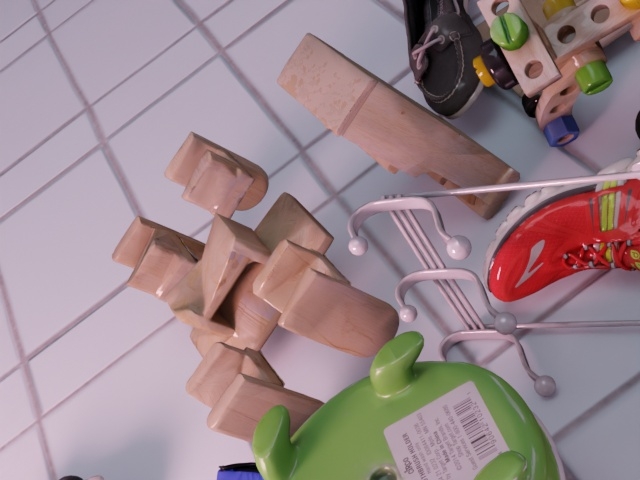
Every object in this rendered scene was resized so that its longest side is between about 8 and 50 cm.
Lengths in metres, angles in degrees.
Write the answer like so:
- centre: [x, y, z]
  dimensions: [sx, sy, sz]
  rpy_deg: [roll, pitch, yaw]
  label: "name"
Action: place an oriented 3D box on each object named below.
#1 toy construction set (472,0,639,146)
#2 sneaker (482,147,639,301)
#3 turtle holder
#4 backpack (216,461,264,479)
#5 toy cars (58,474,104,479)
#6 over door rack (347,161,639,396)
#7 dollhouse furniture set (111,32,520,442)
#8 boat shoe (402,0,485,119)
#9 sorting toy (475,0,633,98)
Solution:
- centre: [0.289, -0.261, 1.118]
  dimensions: [0.258, 0.237, 0.308]
  rpy_deg: [-5, 78, 39]
  label: "toy construction set"
- centre: [0.297, -0.008, 1.056]
  dimensions: [0.279, 0.107, 0.118]
  rpy_deg: [-30, 46, 10]
  label: "sneaker"
- centre: [0.068, 0.263, 0.869]
  dimensions: [0.243, 0.227, 0.320]
  rpy_deg: [23, 69, 45]
  label: "turtle holder"
- centre: [-0.031, 0.272, 1.037]
  dimensions: [0.120, 0.098, 0.101]
  rpy_deg: [-8, 78, 31]
  label: "backpack"
- centre: [-0.376, 0.423, 1.155]
  dimensions: [0.177, 0.087, 0.393]
  rpy_deg: [22, 64, 40]
  label: "toy cars"
- centre: [0.216, 0.035, 0.966]
  dimensions: [0.324, 0.239, 0.108]
  rpy_deg: [-14, 44, 26]
  label: "over door rack"
- centre: [0.000, 0.000, 1.227]
  dimensions: [0.394, 0.257, 0.362]
  rpy_deg: [-56, 39, 11]
  label: "dollhouse furniture set"
- centre: [0.151, -0.285, 1.396]
  dimensions: [0.112, 0.096, 0.335]
  rpy_deg: [-47, 26, 35]
  label: "boat shoe"
- centre: [0.307, -0.276, 1.353]
  dimensions: [0.193, 0.038, 0.208]
  rpy_deg: [-33, 36, 5]
  label: "sorting toy"
